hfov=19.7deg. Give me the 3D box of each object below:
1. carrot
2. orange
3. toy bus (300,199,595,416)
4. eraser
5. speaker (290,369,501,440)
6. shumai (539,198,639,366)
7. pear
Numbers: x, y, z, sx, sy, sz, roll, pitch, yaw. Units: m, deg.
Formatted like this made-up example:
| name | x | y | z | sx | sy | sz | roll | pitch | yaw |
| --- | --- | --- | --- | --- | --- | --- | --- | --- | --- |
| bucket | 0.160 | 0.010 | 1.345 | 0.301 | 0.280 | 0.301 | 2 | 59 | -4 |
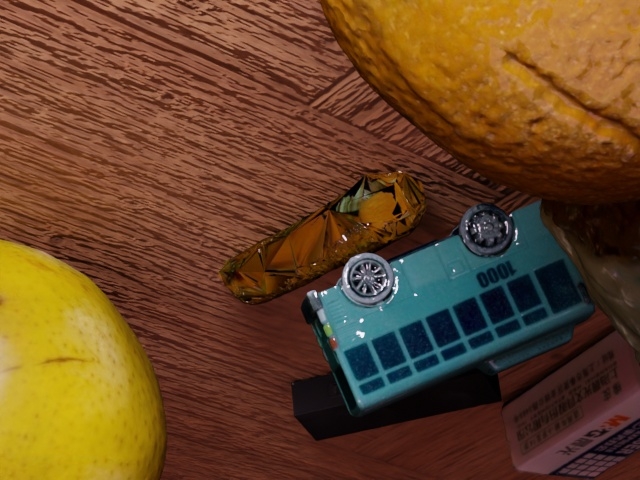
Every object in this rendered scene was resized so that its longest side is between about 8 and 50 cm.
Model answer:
| name | x | y | z | sx | sy | sz | roll | pitch | yaw |
| --- | --- | --- | --- | --- | --- | --- | --- | --- | --- |
| carrot | 0.001 | 0.001 | 1.730 | 0.229 | 0.069 | 0.069 | -28 | 141 | 35 |
| orange | 0.160 | -0.189 | 1.217 | 0.357 | 0.322 | 0.322 | 20 | 141 | -25 |
| toy bus | 0.123 | 0.059 | 1.695 | 0.256 | 0.147 | 0.128 | -22 | 174 | -7 |
| eraser | 0.336 | 0.169 | 2.026 | 0.130 | 0.086 | 0.287 | 15 | 143 | -32 |
| speaker | 0.083 | 0.167 | 2.026 | 0.218 | 0.044 | 0.082 | -15 | 147 | 16 |
| shumai | 0.357 | -0.007 | 1.573 | 0.323 | 0.397 | 0.324 | 38 | 96 | -15 |
| pear | -0.339 | 0.173 | 1.685 | 0.418 | 0.362 | 0.362 | 15 | 144 | -38 |
